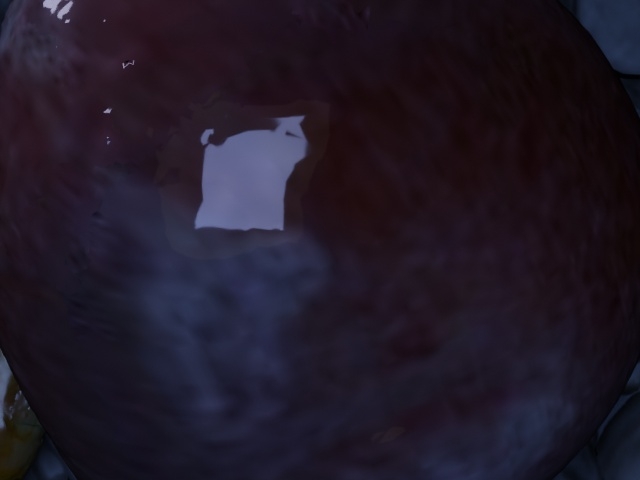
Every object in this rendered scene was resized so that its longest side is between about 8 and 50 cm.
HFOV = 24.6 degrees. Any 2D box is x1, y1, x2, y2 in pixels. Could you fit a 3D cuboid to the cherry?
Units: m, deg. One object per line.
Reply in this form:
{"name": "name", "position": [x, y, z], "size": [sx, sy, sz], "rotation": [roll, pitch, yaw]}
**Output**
{"name": "cherry", "position": [0.000, 0.000, 0.556], "size": [0.261, 0.307, 0.221], "rotation": [-42, 44, 0]}

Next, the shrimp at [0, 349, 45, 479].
{"name": "shrimp", "position": [-0.157, 0.034, 0.656], "size": [0.115, 0.051, 0.217], "rotation": [27, 90, 3]}
